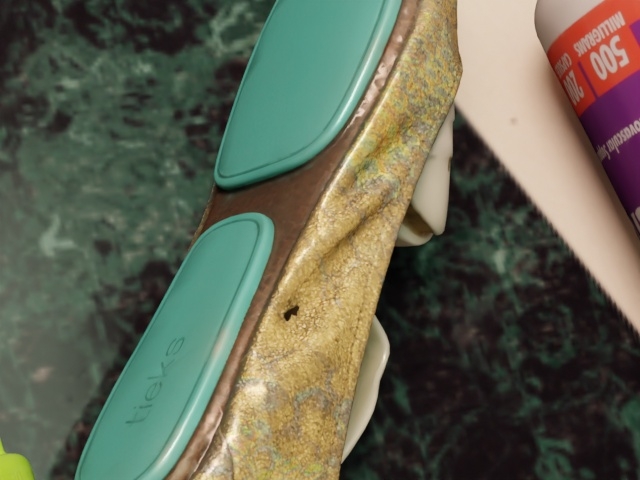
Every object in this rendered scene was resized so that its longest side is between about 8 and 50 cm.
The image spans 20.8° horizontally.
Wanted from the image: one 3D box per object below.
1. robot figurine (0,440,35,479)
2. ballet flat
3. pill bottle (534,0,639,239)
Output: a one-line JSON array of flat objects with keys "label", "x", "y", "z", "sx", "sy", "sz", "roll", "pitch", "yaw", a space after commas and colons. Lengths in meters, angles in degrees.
[{"label": "robot figurine", "x": -0.141, "y": 0.131, "z": 0.709, "sx": 0.101, "sy": 0.067, "sz": 0.115, "roll": -12, "pitch": 77, "yaw": -36}, {"label": "ballet flat", "x": 0.000, "y": 0.000, "z": 0.793, "sx": 0.123, "sy": 0.123, "sz": 0.348, "roll": 27, "pitch": 65, "yaw": -11}, {"label": "pill bottle", "x": 0.247, "y": -0.019, "z": 0.843, "sx": 0.181, "sy": 0.181, "sz": 0.323, "roll": -21, "pitch": 81, "yaw": -25}]
